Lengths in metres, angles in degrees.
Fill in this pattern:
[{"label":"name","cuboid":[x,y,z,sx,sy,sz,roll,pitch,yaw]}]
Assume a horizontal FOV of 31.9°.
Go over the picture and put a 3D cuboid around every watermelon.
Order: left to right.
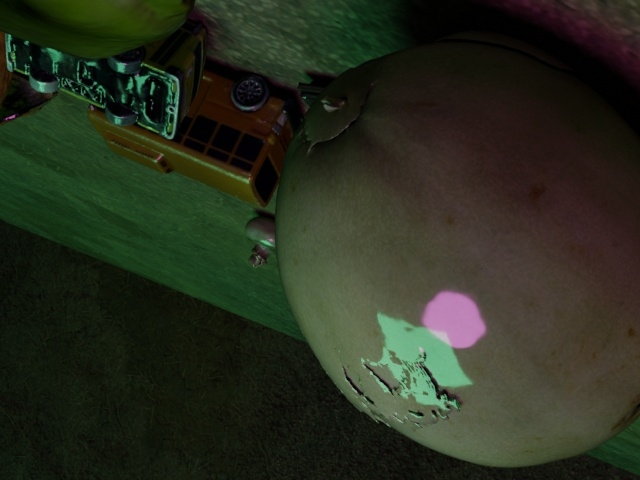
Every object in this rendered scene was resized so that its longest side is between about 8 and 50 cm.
[{"label":"watermelon","cuboid":[-0.508,-0.215,1.620,0.303,0.159,0.128,1,115,63]}]

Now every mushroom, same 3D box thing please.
[{"label":"mushroom","cuboid":[-0.082,0.007,1.688,0.085,0.079,0.085,22,168,5]}]

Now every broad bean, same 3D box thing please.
[{"label":"broad bean","cuboid":[-0.204,-0.215,0.825,0.238,0.119,0.291,20,175,-24]}]

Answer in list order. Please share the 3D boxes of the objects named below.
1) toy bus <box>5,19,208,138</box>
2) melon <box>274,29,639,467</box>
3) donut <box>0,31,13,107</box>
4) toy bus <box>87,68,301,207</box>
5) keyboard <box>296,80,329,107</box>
[{"label":"toy bus","cuboid":[-0.190,-0.174,1.020,0.175,0.101,0.088,24,139,7]},{"label":"melon","cuboid":[0.107,0.009,0.779,0.269,0.268,0.330,10,147,54]},{"label":"donut","cuboid":[-0.477,-0.197,1.231,0.303,0.110,0.303,3,-172,0]},{"label":"toy bus","cuboid":[-0.128,-0.117,1.116,0.201,0.114,0.098,23,168,13]},{"label":"keyboard","cuboid":[0.085,-0.099,0.964,0.230,0.025,0.094,16,164,38]}]
